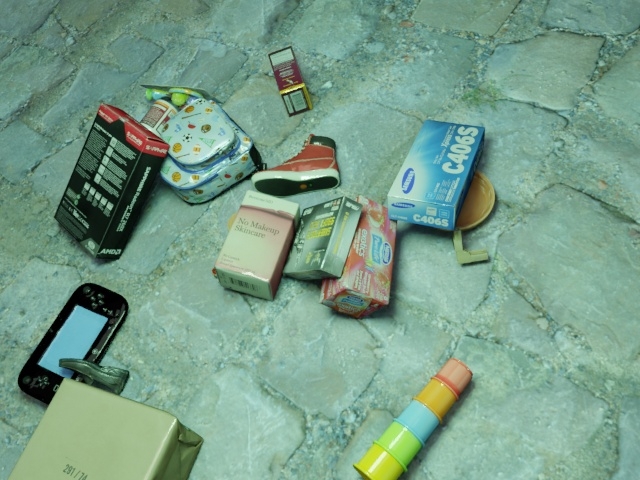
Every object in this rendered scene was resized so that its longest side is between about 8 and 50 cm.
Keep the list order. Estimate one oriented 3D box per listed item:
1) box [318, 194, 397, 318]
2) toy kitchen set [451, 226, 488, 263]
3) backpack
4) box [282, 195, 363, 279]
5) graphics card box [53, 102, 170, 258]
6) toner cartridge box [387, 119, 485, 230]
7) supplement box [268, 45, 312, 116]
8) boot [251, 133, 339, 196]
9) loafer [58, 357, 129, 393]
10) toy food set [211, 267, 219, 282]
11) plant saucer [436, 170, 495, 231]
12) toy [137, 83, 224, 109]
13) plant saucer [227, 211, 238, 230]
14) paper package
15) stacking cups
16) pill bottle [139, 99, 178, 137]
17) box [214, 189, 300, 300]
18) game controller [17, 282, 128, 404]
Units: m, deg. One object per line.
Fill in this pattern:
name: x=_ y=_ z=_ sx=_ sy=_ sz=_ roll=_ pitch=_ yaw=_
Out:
box: x=0.094 y=0.041 z=1.509 sx=0.122 sy=0.128 sz=0.257 roll=23 pitch=57 yaw=-22
toy kitchen set: x=0.362 y=0.003 z=1.533 sx=0.075 sy=0.083 sz=0.068 roll=-9 pitch=16 yaw=8
backpack: x=-0.335 y=-0.245 z=1.779 sx=0.263 sy=0.213 sz=0.276 roll=-42 pitch=61 yaw=-1
box: x=0.000 y=0.000 z=1.520 sx=0.056 sy=0.231 sz=0.183 roll=24 pitch=76 yaw=-22
graphics card box: x=-0.583 y=-0.161 z=1.740 sx=0.232 sy=0.094 sz=0.371 roll=35 pitch=104 yaw=29
toner cartridge box: x=0.297 y=-0.175 z=1.576 sx=0.165 sy=0.075 sz=0.348 roll=10 pitch=45 yaw=20
supplement box: x=-0.093 y=-0.487 z=1.918 sx=0.080 sy=0.104 sz=0.188 roll=-19 pitch=56 yaw=2
boot: x=-0.073 y=-0.219 z=1.763 sx=0.244 sy=0.088 sz=0.176 roll=-6 pitch=57 yaw=0
loafer: x=-0.558 y=0.327 z=1.531 sx=0.169 sy=0.062 sz=0.061 roll=15 pitch=75 yaw=-5
toy food set: x=-0.242 y=0.059 z=1.669 sx=0.078 sy=0.019 sz=0.122 roll=34 pitch=72 yaw=28
plant saucer: x=0.345 y=-0.104 z=1.617 sx=0.199 sy=0.037 sz=0.200 roll=-7 pitch=57 yaw=11
toy: x=-0.441 y=-0.443 z=1.974 sx=0.237 sy=0.137 sz=0.056 roll=13 pitch=89 yaw=19
plant saucer: x=-0.217 y=-0.049 z=1.733 sx=0.083 sy=0.013 sz=0.084 roll=-6 pitch=59 yaw=10
paper package: x=-0.475 y=0.500 z=1.368 sx=0.324 sy=0.168 sz=0.310 roll=12 pitch=63 yaw=21
stacking cups: x=0.199 y=0.378 z=1.325 sx=0.096 sy=0.096 sz=0.316 roll=32 pitch=69 yaw=28
pill bottle: x=-0.515 y=-0.356 z=1.951 sx=0.086 sy=0.086 sz=0.152 roll=20 pitch=65 yaw=24
box: x=-0.155 y=0.012 z=1.599 sx=0.148 sy=0.127 sz=0.233 roll=15 pitch=64 yaw=8
game controller: x=-0.628 y=0.263 z=1.610 sx=0.166 sy=0.067 sz=0.319 roll=17 pitch=65 yaw=22
